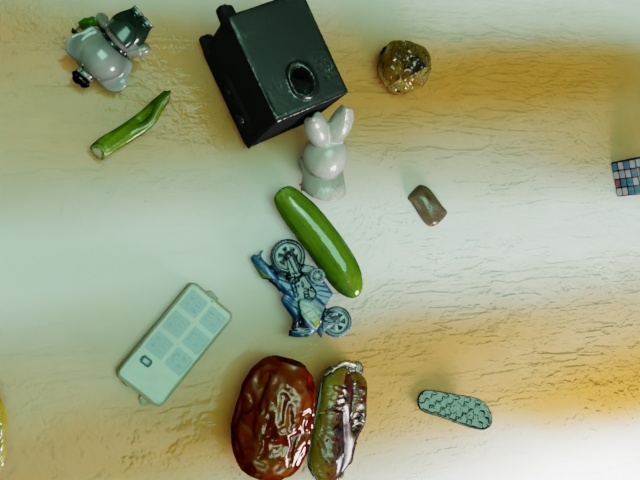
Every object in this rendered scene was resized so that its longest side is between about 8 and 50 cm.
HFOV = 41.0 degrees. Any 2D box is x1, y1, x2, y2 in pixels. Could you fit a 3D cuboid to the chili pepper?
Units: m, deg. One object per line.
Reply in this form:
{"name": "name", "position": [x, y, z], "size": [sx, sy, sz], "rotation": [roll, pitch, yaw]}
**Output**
{"name": "chili pepper", "position": [-0.378, -0.233, 1.737], "size": [0.201, 0.052, 0.050], "rotation": [-42, 132, -19]}

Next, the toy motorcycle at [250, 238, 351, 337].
{"name": "toy motorcycle", "position": [-0.046, 0.117, 1.836], "size": [0.135, 0.092, 0.254], "rotation": [-35, 92, -9]}

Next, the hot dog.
{"name": "hot dog", "position": [0.041, 0.388, 1.838], "size": [0.162, 0.081, 0.271], "rotation": [29, 69, -57]}

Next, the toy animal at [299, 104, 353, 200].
{"name": "toy animal", "position": [0.011, -0.206, 1.818], "size": [0.103, 0.131, 0.221], "rotation": [1, 126, -6]}

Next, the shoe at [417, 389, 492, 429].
{"name": "shoe", "position": [0.309, 0.389, 1.987], "size": [0.179, 0.049, 0.071], "rotation": [15, 77, -1]}

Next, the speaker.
{"name": "speaker", "position": [-0.105, -0.353, 1.744], "size": [0.184, 0.232, 0.254], "rotation": [-25, 92, -22]}

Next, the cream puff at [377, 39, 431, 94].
{"name": "cream puff", "position": [0.195, -0.397, 1.942], "size": [0.133, 0.104, 0.120], "rotation": [-19, 88, -22]}

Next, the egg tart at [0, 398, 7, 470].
{"name": "egg tart", "position": [-0.718, 0.357, 1.545], "size": [0.318, 0.128, 0.319], "rotation": [0, 89, -19]}

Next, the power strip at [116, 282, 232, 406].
{"name": "power strip", "position": [-0.300, 0.213, 1.755], "size": [0.118, 0.046, 0.270], "rotation": [43, 75, -15]}

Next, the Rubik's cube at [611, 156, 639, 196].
{"name": "Rubik's cube", "position": [0.810, -0.166, 2.173], "size": [0.092, 0.092, 0.092], "rotation": [-12, 92, -21]}

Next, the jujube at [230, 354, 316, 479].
{"name": "jujube", "position": [-0.097, 0.366, 1.761], "size": [0.174, 0.174, 0.251], "rotation": [11, 90, -20]}

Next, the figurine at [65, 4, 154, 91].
{"name": "figurine", "position": [-0.417, -0.379, 1.694], "size": [0.192, 0.126, 0.147], "rotation": [-44, 113, -1]}

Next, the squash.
{"name": "squash", "position": [0.001, 0.000, 1.859], "size": [0.082, 0.082, 0.293], "rotation": [-39, 101, -18]}

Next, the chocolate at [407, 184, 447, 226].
{"name": "chocolate", "position": [0.254, -0.083, 1.989], "size": [0.064, 0.031, 0.101], "rotation": [-40, 100, -22]}
